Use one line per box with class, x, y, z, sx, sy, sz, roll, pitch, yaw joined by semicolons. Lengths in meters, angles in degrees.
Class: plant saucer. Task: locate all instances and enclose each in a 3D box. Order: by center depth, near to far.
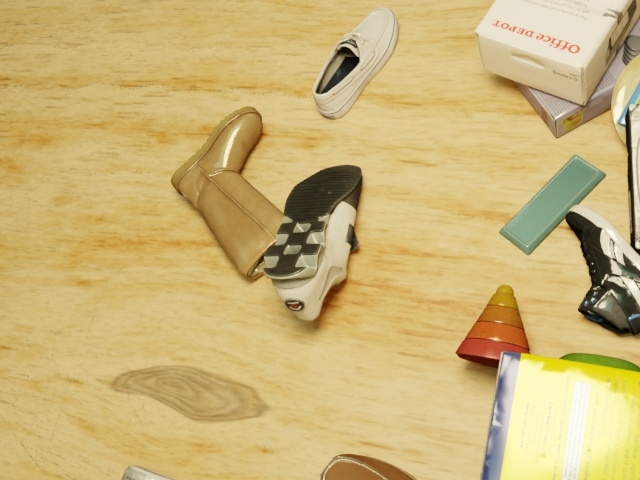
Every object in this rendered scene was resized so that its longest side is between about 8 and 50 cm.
plant saucer;0.387;-0.064;1.271;0.192;0.018;0.067;-44;60;-5

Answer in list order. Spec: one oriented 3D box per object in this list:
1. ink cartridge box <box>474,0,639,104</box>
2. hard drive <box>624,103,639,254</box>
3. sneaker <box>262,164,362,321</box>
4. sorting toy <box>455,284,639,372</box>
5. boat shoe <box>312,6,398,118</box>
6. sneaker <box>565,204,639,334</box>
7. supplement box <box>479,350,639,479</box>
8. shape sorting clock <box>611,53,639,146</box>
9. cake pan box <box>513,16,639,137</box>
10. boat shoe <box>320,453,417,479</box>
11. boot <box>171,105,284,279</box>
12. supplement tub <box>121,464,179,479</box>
ink cartridge box;0.416;-0.390;1.276;0.198;0.115;0.273;28;78;29
hard drive;0.642;-0.098;1.137;0.338;0.064;0.237;0;79;15
sneaker;0.000;0.000;1.331;0.122;0.146;0.331;1;42;27
sorting toy;0.386;0.140;1.108;0.365;0.127;0.126;6;75;23
boat shoe;0.070;-0.359;1.478;0.095;0.084;0.258;21;75;26
sneaker;0.425;0.050;1.169;0.121;0.079;0.217;-38;60;0
supplement box;0.410;0.287;1.001;0.356;0.194;0.195;7;69;22
shape sorting clock;0.579;-0.219;1.233;0.206;0.040;0.206;-1;84;14
cake pan box;0.453;-0.347;1.348;0.245;0.070;0.267;-30;61;3
boat shoe;0.132;0.415;1.083;0.324;0.120;0.123;31;79;28
boot;-0.129;-0.094;1.434;0.236;0.089;0.269;-47;61;3
supplement tub;-0.289;0.467;1.211;0.117;0.117;0.191;11;71;24
